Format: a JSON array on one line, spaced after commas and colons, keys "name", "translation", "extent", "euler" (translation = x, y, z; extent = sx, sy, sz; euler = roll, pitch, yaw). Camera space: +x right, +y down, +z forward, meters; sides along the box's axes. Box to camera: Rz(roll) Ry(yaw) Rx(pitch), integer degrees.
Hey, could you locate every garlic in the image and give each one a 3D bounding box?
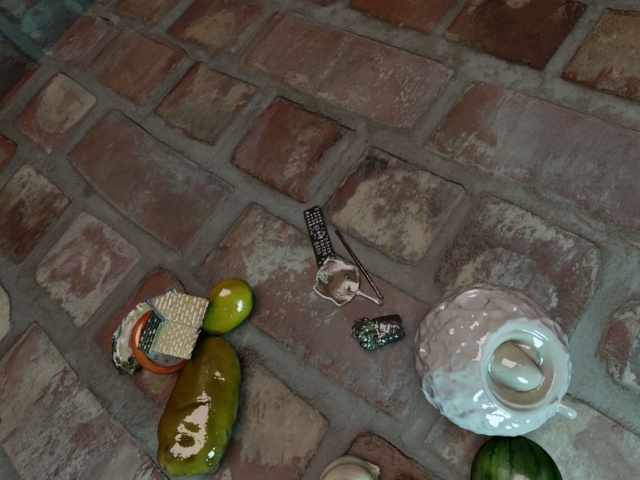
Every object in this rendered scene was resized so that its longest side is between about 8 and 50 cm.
[{"name": "garlic", "translation": [0.049, 0.661, 0.963], "extent": [0.203, 0.184, 0.281], "euler": [-26, 64, 21]}]

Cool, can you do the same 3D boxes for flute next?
[{"name": "flute", "translation": [0.114, 0.068, 1.279], "extent": [0.014, 0.014, 0.270], "euler": [-33, 65, 0]}]

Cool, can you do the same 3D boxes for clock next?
[{"name": "clock", "translation": [-0.457, 0.295, 1.258], "extent": [0.051, 0.205, 0.206], "euler": [-25, 53, 53]}]

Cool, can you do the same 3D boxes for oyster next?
[{"name": "oyster", "translation": [-0.543, 0.303, 1.319], "extent": [0.198, 0.092, 0.260], "euler": [24, 59, 19]}]

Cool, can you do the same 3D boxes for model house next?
[{"name": "model house", "translation": [-0.427, 0.228, 1.177], "extent": [0.172, 0.166, 0.183], "euler": [19, 73, -22]}]

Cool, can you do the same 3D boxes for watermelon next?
[{"name": "watermelon", "translation": [0.424, 0.537, 0.906], "extent": [0.187, 0.188, 0.215], "euler": [0, 54, 15]}]

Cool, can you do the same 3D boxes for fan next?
[{"name": "fan", "translation": [0.084, 0.139, 1.246], "extent": [0.219, 0.009, 0.132], "euler": [23, 90, 19]}]

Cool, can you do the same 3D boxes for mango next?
[{"name": "mango", "translation": [-0.288, 0.202, 1.271], "extent": [0.195, 0.137, 0.098], "euler": [-43, 22, -1]}]

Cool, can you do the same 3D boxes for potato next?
[{"name": "potato", "translation": [-0.325, 0.452, 1.169], "extent": [0.195, 0.176, 0.370], "euler": [-17, 52, 45]}]

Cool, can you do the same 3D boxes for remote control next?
[{"name": "remote control", "translation": [0.000, 0.000, 1.330], "extent": [0.063, 0.025, 0.246], "euler": [-19, 65, 8]}]

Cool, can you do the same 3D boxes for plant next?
[{"name": "plant", "translation": [0.157, 0.251, 1.155], "extent": [0.143, 0.094, 0.092], "euler": [-12, 80, -2]}]

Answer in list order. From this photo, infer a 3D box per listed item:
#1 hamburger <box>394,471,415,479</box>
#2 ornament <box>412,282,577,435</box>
[{"name": "hamburger", "translation": [0.211, 0.616, 0.950], "extent": [0.102, 0.087, 0.176], "euler": [-37, 28, 36]}, {"name": "ornament", "translation": [0.376, 0.265, 0.963], "extent": [0.336, 0.337, 0.338], "euler": [-5, 67, 13]}]
